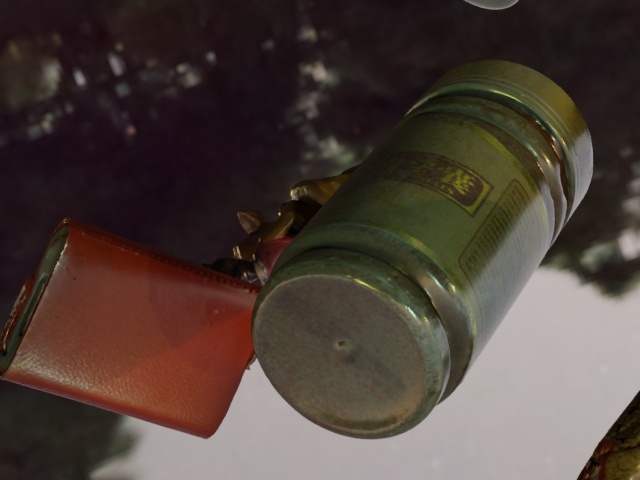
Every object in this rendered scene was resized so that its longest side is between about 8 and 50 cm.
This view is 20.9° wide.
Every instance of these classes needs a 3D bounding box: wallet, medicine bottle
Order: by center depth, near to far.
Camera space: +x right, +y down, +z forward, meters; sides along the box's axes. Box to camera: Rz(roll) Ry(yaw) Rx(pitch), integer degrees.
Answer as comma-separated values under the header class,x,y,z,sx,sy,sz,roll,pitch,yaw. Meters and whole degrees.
class,x,y,z,sx,sy,sz,roll,pitch,yaw
medicine bottle,0.080,0.000,1.264,0.151,0.151,0.322,-16,-160,34
wallet,-0.149,0.075,1.419,0.204,0.142,0.045,21,-172,-32

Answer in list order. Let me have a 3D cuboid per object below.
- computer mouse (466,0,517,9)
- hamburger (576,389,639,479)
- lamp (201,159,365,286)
class,x,y,z,sx,sy,sz,roll,pitch,yaw
computer mouse,0.142,-0.229,1.459,0.039,0.066,0.096,22,-176,42
hamburger,0.249,0.209,1.321,0.107,0.231,0.231,29,-143,25
lamp,0.000,0.000,1.608,0.253,0.118,0.118,-20,-171,1
